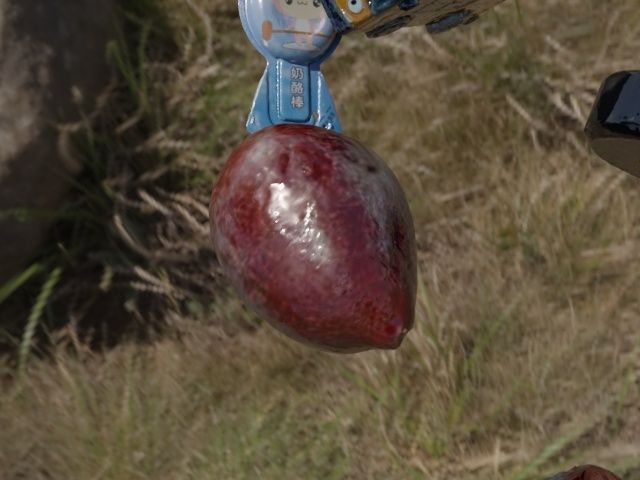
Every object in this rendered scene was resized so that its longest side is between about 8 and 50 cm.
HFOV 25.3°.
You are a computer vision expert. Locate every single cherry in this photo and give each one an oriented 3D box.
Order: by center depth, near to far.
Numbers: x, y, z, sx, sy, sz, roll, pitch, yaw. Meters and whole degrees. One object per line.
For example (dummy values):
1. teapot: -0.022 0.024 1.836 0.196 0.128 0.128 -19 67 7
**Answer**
1. cherry: 0.000 0.000 1.504 0.203 0.230 0.300 -36 60 10

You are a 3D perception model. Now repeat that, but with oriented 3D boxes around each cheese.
1. cheese: -0.031 -0.239 1.660 0.135 0.052 0.244 2 82 -20

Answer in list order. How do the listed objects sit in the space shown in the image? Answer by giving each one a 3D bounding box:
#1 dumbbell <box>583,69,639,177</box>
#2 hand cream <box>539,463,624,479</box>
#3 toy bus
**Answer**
1. dumbbell: 0.428 -0.220 1.516 0.204 0.204 0.322 19 84 24
2. hand cream: 0.230 0.316 1.214 0.149 0.230 0.230 -33 57 19
3. toy bus: 0.136 -0.349 1.705 0.194 0.323 0.162 -23 86 35
